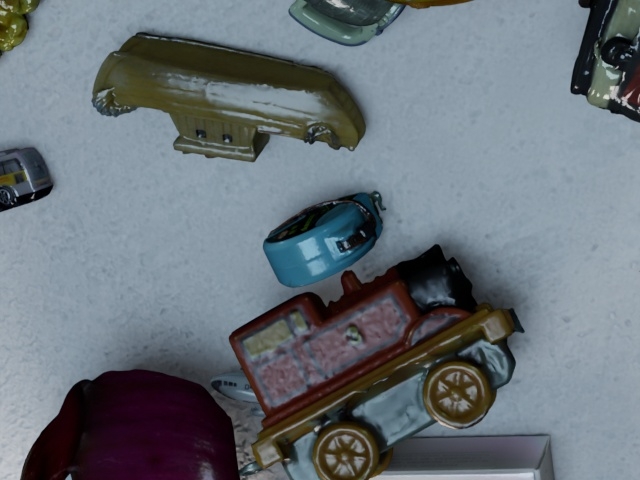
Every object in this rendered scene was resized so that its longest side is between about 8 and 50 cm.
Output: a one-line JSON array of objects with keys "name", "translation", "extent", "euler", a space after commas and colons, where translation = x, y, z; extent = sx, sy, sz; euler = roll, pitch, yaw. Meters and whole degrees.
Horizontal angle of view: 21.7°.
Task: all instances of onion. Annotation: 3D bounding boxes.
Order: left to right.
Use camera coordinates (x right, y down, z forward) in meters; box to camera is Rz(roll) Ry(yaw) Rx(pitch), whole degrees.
[{"name": "onion", "translation": [-0.164, 0.368, 2.038], "extent": [0.420, 0.398, 0.398], "euler": [13, 117, -16]}]

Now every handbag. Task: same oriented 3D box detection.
[{"name": "handbag", "translation": [0.356, -0.241, 1.705], "extent": [0.181, 0.181, 0.254], "euler": [20, 112, 7]}]

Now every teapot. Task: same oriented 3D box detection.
[{"name": "teapot", "translation": [0.038, -0.269, 1.834], "extent": [0.108, 0.111, 0.149], "euler": [34, 112, -13]}]

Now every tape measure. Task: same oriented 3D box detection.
[{"name": "tape measure", "translation": [0.000, 0.000, 1.939], "extent": [0.146, 0.125, 0.081], "euler": [-21, 104, 23]}]

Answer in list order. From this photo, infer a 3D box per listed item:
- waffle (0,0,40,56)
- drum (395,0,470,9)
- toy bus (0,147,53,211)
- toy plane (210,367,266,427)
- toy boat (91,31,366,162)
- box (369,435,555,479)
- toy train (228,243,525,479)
[{"name": "waffle", "translation": [-0.480, -0.318, 2.004], "extent": [0.301, 0.058, 0.281], "euler": [-37, 95, 26]}, {"name": "drum", "translation": [0.076, -0.440, 1.613], "extent": [0.431, 0.214, 0.431], "euler": [-1, 88, 29]}, {"name": "toy bus", "translation": [-0.421, -0.067, 2.086], "extent": [0.172, 0.057, 0.072], "euler": [-15, 97, 22]}, {"name": "toy plane", "translation": [-0.050, 0.186, 2.063], "extent": [0.171, 0.065, 0.162], "euler": [12, 114, 15]}, {"name": "toy boat", "translation": [-0.106, -0.152, 1.936], "extent": [0.321, 0.089, 0.121], "euler": [12, 120, 11]}, {"name": "box", "translation": [0.163, 0.349, 2.037], "extent": [0.252, 0.106, 0.203], "euler": [-4, 108, 20]}, {"name": "toy train", "translation": [0.049, 0.149, 1.919], "extent": [0.369, 0.163, 0.231], "euler": [-29, 85, 6]}]
